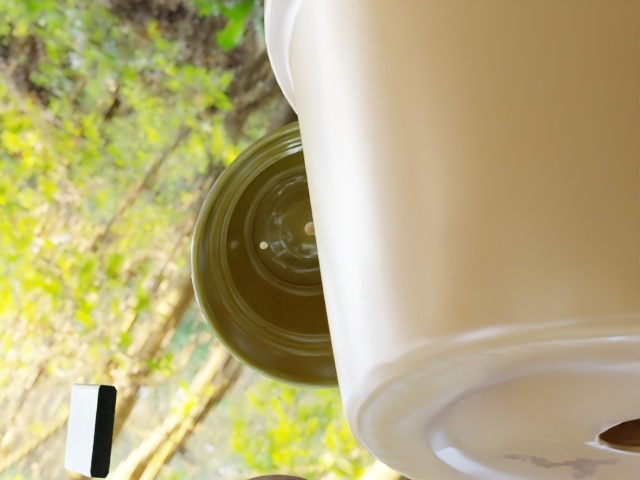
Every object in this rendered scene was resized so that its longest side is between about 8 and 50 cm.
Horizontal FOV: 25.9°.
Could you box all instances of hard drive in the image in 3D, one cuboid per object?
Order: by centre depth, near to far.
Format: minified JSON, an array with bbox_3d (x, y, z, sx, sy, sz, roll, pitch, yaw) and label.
[{"bbox_3d":[-0.242,0.198,1.464,0.022,0.094,0.135,8,172,-21],"label":"hard drive"}]

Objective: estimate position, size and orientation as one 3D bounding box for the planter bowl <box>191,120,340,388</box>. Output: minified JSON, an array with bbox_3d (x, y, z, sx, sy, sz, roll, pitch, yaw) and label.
[{"bbox_3d":[0.000,0.000,1.100,0.217,0.217,0.090,29,-173,-19],"label":"planter bowl"}]

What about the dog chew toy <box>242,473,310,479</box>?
[{"bbox_3d":[-0.083,0.395,1.365,0.206,0.332,0.206,33,-171,-6],"label":"dog chew toy"}]

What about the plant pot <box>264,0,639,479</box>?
[{"bbox_3d":[0.117,-0.024,0.481,0.291,0.203,0.291,4,154,2],"label":"plant pot"}]
